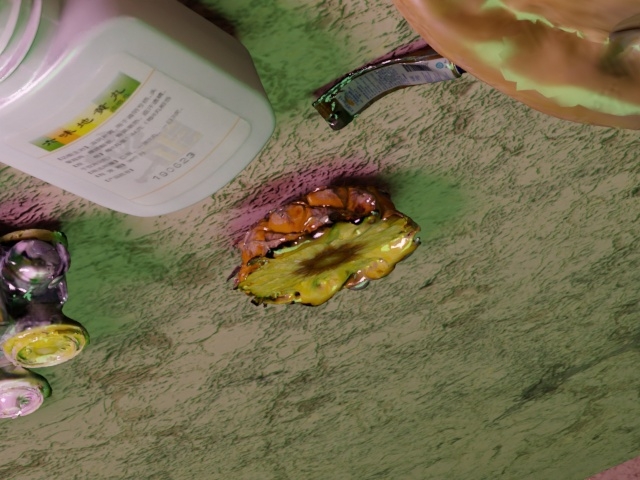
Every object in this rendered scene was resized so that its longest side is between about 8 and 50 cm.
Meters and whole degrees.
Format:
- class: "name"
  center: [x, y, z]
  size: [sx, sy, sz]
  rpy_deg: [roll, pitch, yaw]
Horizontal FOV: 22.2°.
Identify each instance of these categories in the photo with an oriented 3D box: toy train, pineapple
- class: "toy train"
  center: [-0.332, 0.082, 1.559]
  size: [0.177, 0.134, 0.261]
  rpy_deg: [-1, 148, -32]
- class: "pineapple"
  center: [0.000, 0.000, 1.691]
  size: [0.225, 0.076, 0.225]
  rpy_deg: [-15, 157, -7]

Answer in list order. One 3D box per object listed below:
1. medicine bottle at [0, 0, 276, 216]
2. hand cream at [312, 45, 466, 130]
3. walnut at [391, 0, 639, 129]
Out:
- class: "medicine bottle"
  center: [-0.186, -0.127, 1.271]
  size: [0.179, 0.124, 0.324]
  rpy_deg: [-32, 153, 20]
- class: "hand cream"
  center: [0.075, -0.149, 1.508]
  size: [0.163, 0.039, 0.062]
  rpy_deg: [-20, 156, 15]
- class: "walnut"
  center: [0.203, -0.255, 1.070]
  size: [0.383, 0.383, 0.383]
  rpy_deg: [-15, 154, -8]
